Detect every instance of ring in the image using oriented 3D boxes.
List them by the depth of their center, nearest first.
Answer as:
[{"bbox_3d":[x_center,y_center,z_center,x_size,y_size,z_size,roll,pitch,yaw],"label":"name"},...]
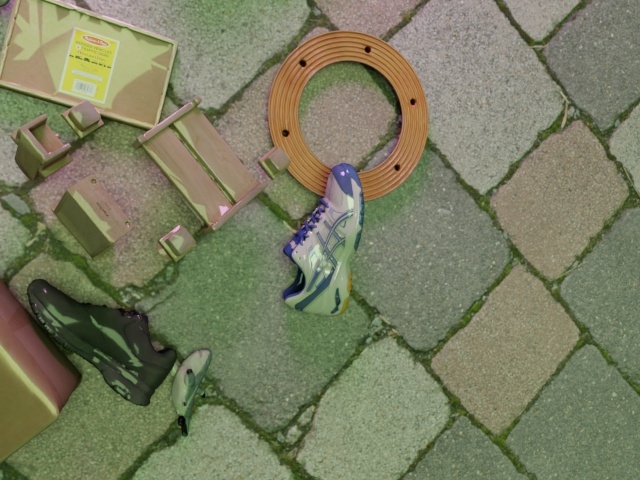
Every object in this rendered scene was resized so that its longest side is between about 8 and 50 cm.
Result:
[{"bbox_3d":[0.059,-0.243,1.126,0.336,0.032,0.337,-1,92,-16],"label":"ring"}]

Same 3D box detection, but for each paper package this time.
[{"bbox_3d":[-0.594,0.207,0.861,0.309,0.168,0.325,-37,102,-6],"label":"paper package"}]

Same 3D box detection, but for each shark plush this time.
[{"bbox_3d":[-0.234,0.284,1.045,0.067,0.073,0.161,2,86,-47],"label":"shark plush"}]

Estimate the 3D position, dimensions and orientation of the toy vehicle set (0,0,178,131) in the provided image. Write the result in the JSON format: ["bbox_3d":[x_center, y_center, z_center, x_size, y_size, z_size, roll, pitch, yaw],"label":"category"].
[{"bbox_3d":[-0.396,-0.305,0.981,0.266,0.035,0.166,15,87,-17],"label":"toy vehicle set"}]

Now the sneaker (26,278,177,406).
[{"bbox_3d":[-0.373,0.156,0.982,0.286,0.109,0.130,48,69,-20],"label":"sneaker"}]

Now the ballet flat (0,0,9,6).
[{"bbox_3d":[-0.532,-0.481,0.899,0.072,0.068,0.213,-5,83,3],"label":"ballet flat"}]

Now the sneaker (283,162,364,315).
[{"bbox_3d":[0.000,0.000,1.062,0.130,0.112,0.297,6,99,-12],"label":"sneaker"}]

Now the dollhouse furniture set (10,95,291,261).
[{"bbox_3d":[-0.287,-0.140,0.999,0.355,0.173,0.303,-44,105,-30],"label":"dollhouse furniture set"}]
